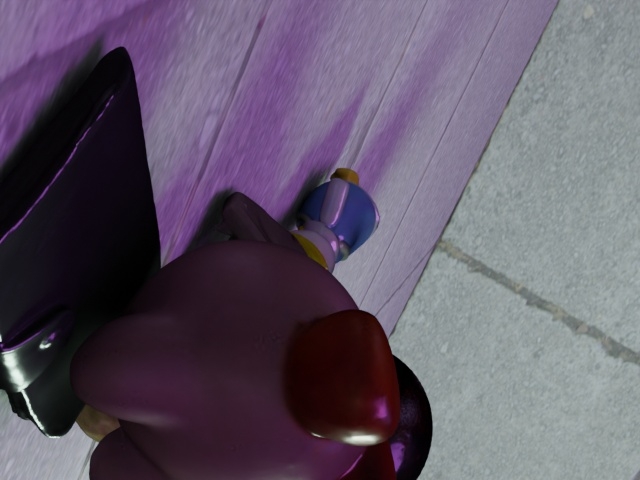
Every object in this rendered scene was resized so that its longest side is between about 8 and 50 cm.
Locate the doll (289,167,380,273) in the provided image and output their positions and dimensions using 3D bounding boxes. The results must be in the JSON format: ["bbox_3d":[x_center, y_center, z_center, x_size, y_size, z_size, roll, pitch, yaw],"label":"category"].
[{"bbox_3d":[-0.001,-0.001,2.013,0.135,0.098,0.241,-38,-175,39],"label":"doll"}]

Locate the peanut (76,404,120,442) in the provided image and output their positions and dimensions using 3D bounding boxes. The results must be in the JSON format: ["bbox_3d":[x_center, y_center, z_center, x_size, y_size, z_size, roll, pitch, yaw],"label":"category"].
[{"bbox_3d":[-0.153,0.103,1.506,0.086,0.104,0.228,-25,-163,36],"label":"peanut"}]

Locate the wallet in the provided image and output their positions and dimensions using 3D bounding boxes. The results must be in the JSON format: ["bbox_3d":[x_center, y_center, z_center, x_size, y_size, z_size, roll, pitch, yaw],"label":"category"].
[{"bbox_3d":[-0.185,0.017,1.225,0.197,0.051,0.377,-57,169,-22],"label":"wallet"}]

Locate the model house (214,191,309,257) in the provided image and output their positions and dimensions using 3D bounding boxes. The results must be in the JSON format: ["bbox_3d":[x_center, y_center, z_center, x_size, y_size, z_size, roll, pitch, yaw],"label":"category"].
[{"bbox_3d":[-0.089,0.068,1.709,0.188,0.122,0.229,-48,157,2],"label":"model house"}]

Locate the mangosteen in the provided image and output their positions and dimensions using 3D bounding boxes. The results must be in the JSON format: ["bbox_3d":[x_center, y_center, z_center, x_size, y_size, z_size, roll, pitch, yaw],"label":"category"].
[{"bbox_3d":[0.010,0.257,2.342,0.297,0.297,0.313,-56,149,-24],"label":"mangosteen"}]

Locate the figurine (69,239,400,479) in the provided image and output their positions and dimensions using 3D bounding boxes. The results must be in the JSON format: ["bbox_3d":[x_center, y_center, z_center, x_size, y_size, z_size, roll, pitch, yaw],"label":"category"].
[{"bbox_3d":[-0.045,0.111,1.322,0.269,0.261,0.211,86,18,-45],"label":"figurine"}]
